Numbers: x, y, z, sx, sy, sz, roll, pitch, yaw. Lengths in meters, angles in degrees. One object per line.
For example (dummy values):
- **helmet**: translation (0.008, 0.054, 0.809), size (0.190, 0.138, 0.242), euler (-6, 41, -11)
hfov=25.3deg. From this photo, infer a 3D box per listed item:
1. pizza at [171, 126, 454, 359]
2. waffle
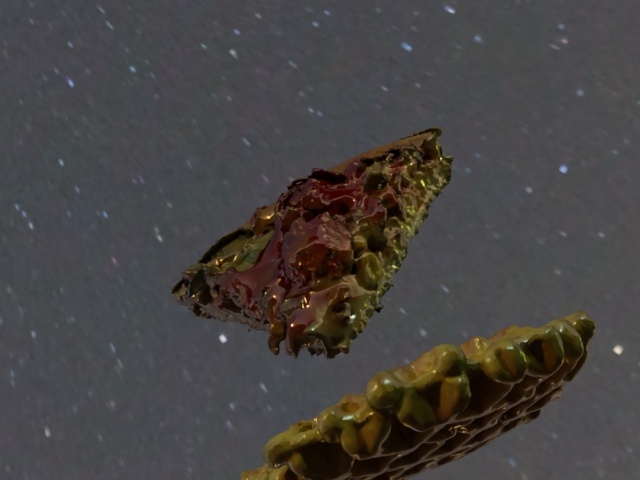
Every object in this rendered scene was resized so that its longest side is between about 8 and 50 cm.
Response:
- **pizza**: translation (0.000, 0.000, 0.841), size (0.201, 0.193, 0.053), euler (-33, -67, 0)
- **waffle**: translation (0.086, 0.145, 1.136), size (0.309, 0.283, 0.065), euler (-23, -107, -4)
